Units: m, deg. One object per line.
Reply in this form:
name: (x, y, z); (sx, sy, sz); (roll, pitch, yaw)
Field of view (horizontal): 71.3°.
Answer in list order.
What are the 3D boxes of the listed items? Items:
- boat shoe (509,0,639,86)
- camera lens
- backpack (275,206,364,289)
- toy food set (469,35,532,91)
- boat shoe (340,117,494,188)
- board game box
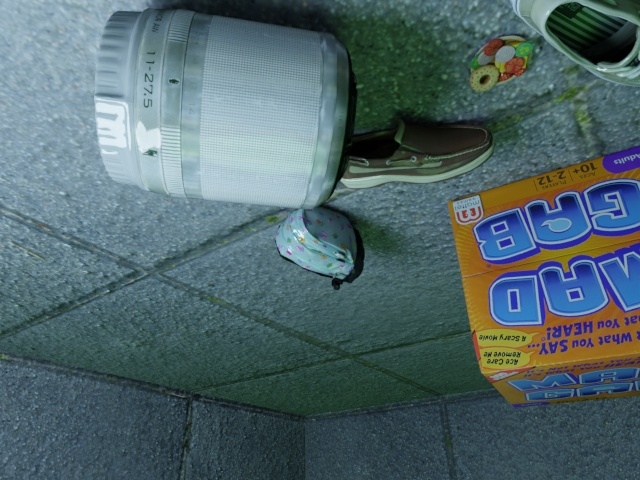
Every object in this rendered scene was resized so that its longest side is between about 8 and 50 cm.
boat shoe: (0.362, -0.244, 0.552); (0.303, 0.094, 0.109); (11, 147, -19)
camera lens: (-0.104, -0.156, 0.557); (0.275, 0.219, 0.219); (4, 149, -10)
backpack: (0.000, 0.000, 0.920); (0.182, 0.151, 0.115); (22, 126, -29)
toy food set: (0.248, -0.246, 0.616); (0.084, 0.020, 0.082); (-7, 149, 11)
boat shoe: (0.141, -0.146, 0.712); (0.258, 0.095, 0.095); (-11, 142, 16)
board game box: (0.498, 0.102, 0.885); (0.357, 0.356, 0.356); (-16, 146, 24)
